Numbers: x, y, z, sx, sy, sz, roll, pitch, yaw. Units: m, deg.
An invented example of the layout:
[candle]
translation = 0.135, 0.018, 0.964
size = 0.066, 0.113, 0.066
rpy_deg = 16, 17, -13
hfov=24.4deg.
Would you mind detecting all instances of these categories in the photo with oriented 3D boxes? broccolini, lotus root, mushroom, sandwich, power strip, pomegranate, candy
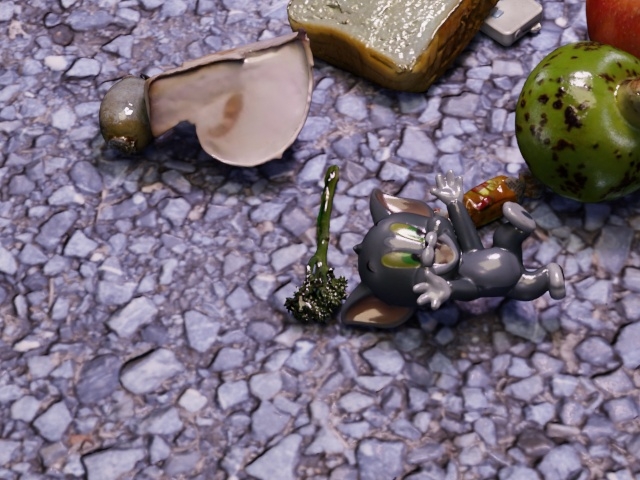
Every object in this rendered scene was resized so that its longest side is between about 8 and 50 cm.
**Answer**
[broccolini]
translation = 0.004, -0.004, 1.903
size = 0.071, 0.057, 0.254
rpy_deg = 21, 51, -20
[lotus root]
translation = -0.262, -0.184, 2.062
size = 0.088, 0.088, 0.165
rpy_deg = 0, 41, 6
[mushroom]
translation = -0.113, -0.184, 2.030
size = 0.236, 0.162, 0.173
rpy_deg = -15, 7, 2
[sandwich]
translation = 0.096, -0.337, 2.127
size = 0.251, 0.087, 0.226
rpy_deg = 28, 70, 28
[power strip]
translation = 0.239, -0.353, 2.176
size = 0.081, 0.035, 0.192
rpy_deg = -36, 55, -22
[pomegranate]
translation = 0.364, -0.158, 1.878
size = 0.211, 0.263, 0.211
rpy_deg = 9, 71, -28
[candy]
translation = 0.213, -0.049, 1.922
size = 0.182, 0.046, 0.053
rpy_deg = -28, 55, -19

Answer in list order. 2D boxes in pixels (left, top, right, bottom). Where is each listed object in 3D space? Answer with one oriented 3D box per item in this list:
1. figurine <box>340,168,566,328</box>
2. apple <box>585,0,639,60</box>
[figurine]
translation = 0.167, 0.015, 1.820
size = 0.265, 0.140, 0.193
rpy_deg = 6, 74, -6
[apple]
translation = 0.490, -0.311, 2.012
size = 0.251, 0.206, 0.272
rpy_deg = 16, 51, 31
